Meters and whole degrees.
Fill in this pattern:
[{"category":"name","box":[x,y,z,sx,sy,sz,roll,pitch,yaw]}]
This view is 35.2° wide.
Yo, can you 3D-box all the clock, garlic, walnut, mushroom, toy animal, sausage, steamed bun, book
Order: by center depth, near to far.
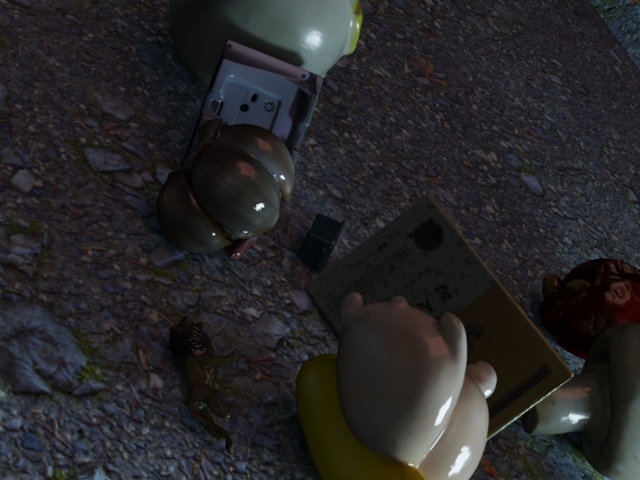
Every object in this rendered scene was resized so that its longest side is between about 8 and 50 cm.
[{"category":"toy animal","box":[-0.148,0.201,1.391,0.086,0.069,0.219,-7,48,-23]},{"category":"toy animal","box":[0.120,0.223,1.426,0.247,0.345,0.278,-5,20,-35]},{"category":"garlic","box":[-0.142,-0.080,1.582,0.191,0.160,0.214,41,56,-13]},{"category":"book","box":[0.186,0.145,1.644,0.389,0.269,0.032,53,2,19]},{"category":"sausage","box":[-0.111,-0.023,1.717,0.029,0.029,0.223,40,33,-3]},{"category":"clock","box":[-0.117,-0.200,1.727,0.187,0.253,0.083,19,-2,-14]},{"category":"mushroom","box":[0.502,0.283,1.827,0.290,0.292,0.292,6,38,0]},{"category":"steamed bun","box":[-0.106,-0.425,1.871,0.334,0.374,0.333,22,57,-37]},{"category":"walnut","box":[0.589,0.163,2.086,0.269,0.244,0.221,38,71,-17]}]

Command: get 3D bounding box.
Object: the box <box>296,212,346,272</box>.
[{"category":"box","box":[0.000,0.000,1.771,0.054,0.074,0.099,28,33,-1]}]
